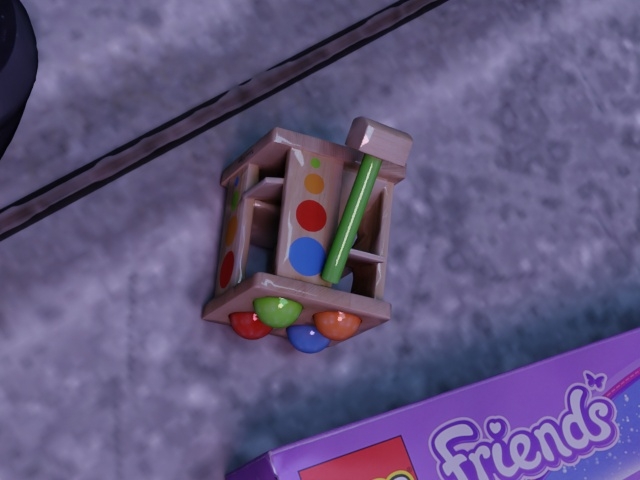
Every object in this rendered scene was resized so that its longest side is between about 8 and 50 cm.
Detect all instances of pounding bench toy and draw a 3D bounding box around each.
[{"bbox_3d":[0.000,0.000,0.451,0.052,0.083,0.065,14,69,-22],"label":"pounding bench toy"}]

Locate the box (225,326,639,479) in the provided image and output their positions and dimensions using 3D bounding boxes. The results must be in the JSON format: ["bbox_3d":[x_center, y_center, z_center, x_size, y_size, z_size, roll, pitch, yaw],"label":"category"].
[{"bbox_3d":[0.135,0.131,0.475,0.293,0.057,0.201,-14,78,-24],"label":"box"}]

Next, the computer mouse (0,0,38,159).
[{"bbox_3d":[-0.191,-0.009,0.347,0.188,0.072,0.272,34,43,15],"label":"computer mouse"}]
